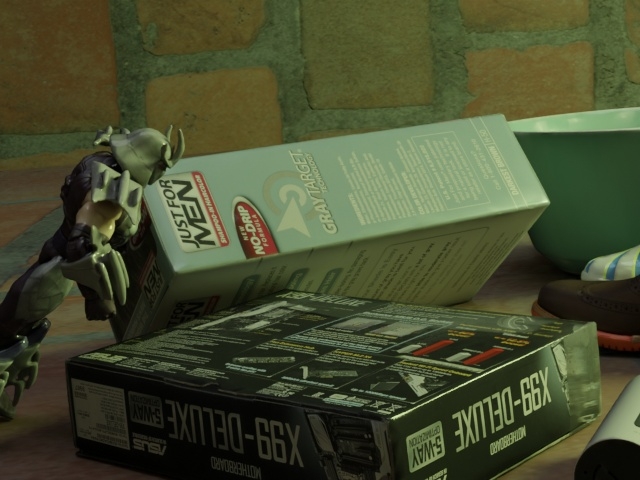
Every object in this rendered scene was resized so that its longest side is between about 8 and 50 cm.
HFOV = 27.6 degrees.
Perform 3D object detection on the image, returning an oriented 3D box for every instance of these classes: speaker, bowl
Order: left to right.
[{"bbox_3d":[0.339,-0.055,1.412,0.311,0.163,0.311,-5,9,1],"label":"bowl"},{"bbox_3d":[0.195,0.125,0.795,0.055,0.055,0.136,-1,11,25],"label":"speaker"}]

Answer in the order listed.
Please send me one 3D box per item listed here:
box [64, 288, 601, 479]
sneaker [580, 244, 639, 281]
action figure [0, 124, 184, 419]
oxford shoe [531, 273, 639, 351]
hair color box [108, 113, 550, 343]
[{"bbox_3d":[0.007,0.105,0.936,0.307,0.077,0.242,4,13,41],"label":"box"},{"bbox_3d":[0.368,-0.011,1.260,0.240,0.126,0.091,-5,10,-3],"label":"sneaker"},{"bbox_3d":[-0.196,0.020,0.993,0.285,0.099,0.185,-48,10,12],"label":"action figure"},{"bbox_3d":[0.305,0.039,1.088,0.271,0.098,0.097,1,12,31],"label":"oxford shoe"},{"bbox_3d":[0.000,0.000,1.194,0.374,0.114,0.185,-11,-28,-27],"label":"hair color box"}]
